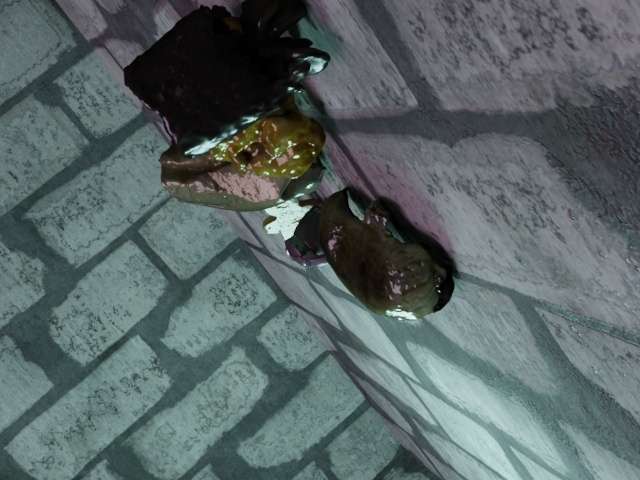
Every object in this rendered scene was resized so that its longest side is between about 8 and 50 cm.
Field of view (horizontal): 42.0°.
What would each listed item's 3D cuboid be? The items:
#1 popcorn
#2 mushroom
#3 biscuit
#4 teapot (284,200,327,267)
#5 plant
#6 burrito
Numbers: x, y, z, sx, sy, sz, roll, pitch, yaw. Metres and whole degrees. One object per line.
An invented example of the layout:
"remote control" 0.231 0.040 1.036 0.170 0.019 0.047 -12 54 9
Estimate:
"popcorn" -0.147 -0.238 1.484 0.332 0.225 0.265 39 165 -7
"mushroom" 0.102 0.031 1.575 0.344 0.130 0.247 41 158 38
"biscuit" -0.060 -0.051 1.947 0.234 0.153 0.030 49 -161 -47
"teapot" 0.000 0.003 1.862 0.148 0.146 0.116 45 168 22
"plant" -0.140 -0.259 1.234 0.188 0.276 0.199 57 177 -15
"burrito" -0.157 -0.126 1.705 0.332 0.135 0.190 9 172 26
